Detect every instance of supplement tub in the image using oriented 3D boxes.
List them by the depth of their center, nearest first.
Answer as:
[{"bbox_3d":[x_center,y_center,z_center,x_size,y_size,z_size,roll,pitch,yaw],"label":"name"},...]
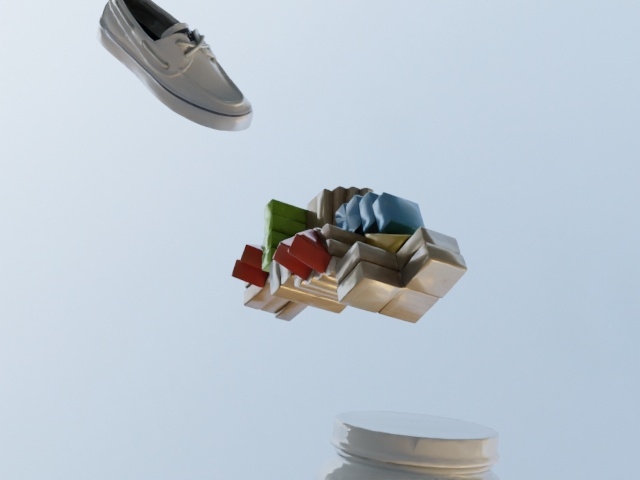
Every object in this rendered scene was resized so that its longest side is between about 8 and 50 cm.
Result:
[{"bbox_3d":[0.097,0.367,1.082,0.229,0.228,0.316,5,-92,3],"label":"supplement tub"}]

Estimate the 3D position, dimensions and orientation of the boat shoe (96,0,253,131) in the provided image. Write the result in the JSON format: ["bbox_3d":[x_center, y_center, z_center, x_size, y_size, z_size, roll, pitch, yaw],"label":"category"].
[{"bbox_3d":[-0.184,-0.234,1.186,0.258,0.084,0.095,36,-141,15],"label":"boat shoe"}]

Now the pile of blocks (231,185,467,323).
[{"bbox_3d":[0.000,0.000,0.953,0.113,0.362,0.148,18,-102,-27],"label":"pile of blocks"}]
